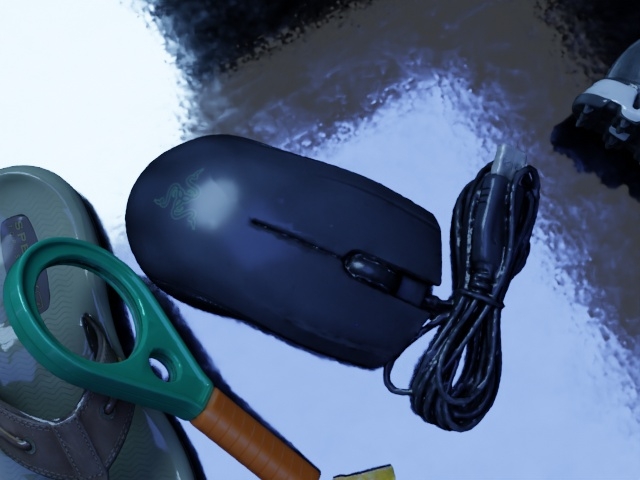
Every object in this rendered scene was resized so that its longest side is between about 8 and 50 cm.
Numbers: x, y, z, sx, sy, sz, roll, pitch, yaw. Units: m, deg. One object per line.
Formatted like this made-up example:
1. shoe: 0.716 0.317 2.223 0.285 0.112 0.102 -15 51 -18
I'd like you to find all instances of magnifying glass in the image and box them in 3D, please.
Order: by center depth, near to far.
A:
1. magnifying glass: -0.091 0.085 0.562 0.231 0.092 0.026 41 122 -13

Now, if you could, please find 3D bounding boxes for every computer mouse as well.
1. computer mouse: 0.000 0.000 0.595 0.272 0.072 0.188 16 81 4

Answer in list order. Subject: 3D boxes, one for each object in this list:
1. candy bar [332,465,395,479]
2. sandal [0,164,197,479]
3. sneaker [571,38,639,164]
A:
1. candy bar: 0.048 0.224 0.580 0.040 0.018 0.161 -15 79 -1
2. sandal: -0.169 0.091 0.575 0.120 0.086 0.302 -23 79 -4
3. sneaker: 0.288 -0.064 0.595 0.234 0.078 0.106 34 85 9
